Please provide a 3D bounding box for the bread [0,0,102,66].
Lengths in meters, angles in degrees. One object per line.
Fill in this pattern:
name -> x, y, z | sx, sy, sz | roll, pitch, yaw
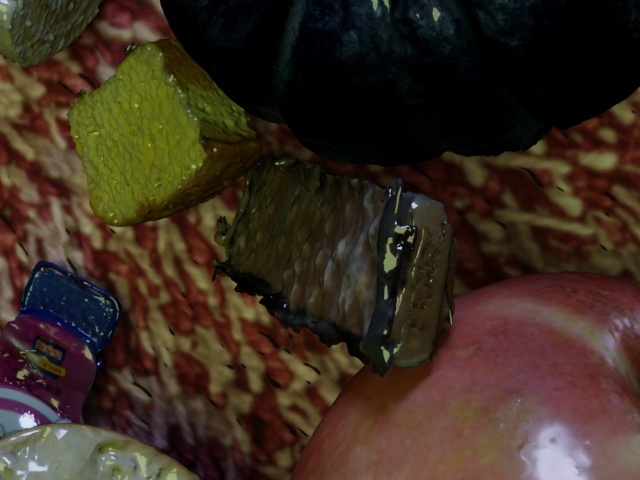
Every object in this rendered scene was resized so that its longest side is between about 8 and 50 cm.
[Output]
bread -> -0.220, -0.207, 0.983 | 0.141, 0.134, 0.148 | 25, 93, 13

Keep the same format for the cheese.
cheese -> -0.217, 0.136, 1.077 | 0.155, 0.062, 0.244 | 27, 104, 10

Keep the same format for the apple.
apple -> 0.146, 0.208, 0.845 | 0.363, 0.364, 0.364 | 2, 100, 14

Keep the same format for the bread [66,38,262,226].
bread -> -0.102, -0.069, 0.969 | 0.187, 0.065, 0.103 | -31, 75, 60

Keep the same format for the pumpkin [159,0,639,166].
pumpkin -> 0.062, -0.217, 0.843 | 0.363, 0.266, 0.363 | 3, 104, 13

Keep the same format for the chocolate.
chocolate -> 0.005, 0.004, 0.884 | 0.065, 0.329, 0.102 | 8, 95, -19

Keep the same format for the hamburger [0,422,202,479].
hamburger -> -0.141, 0.326, 0.989 | 0.445, 0.268, 0.287 | 52, 151, -10
